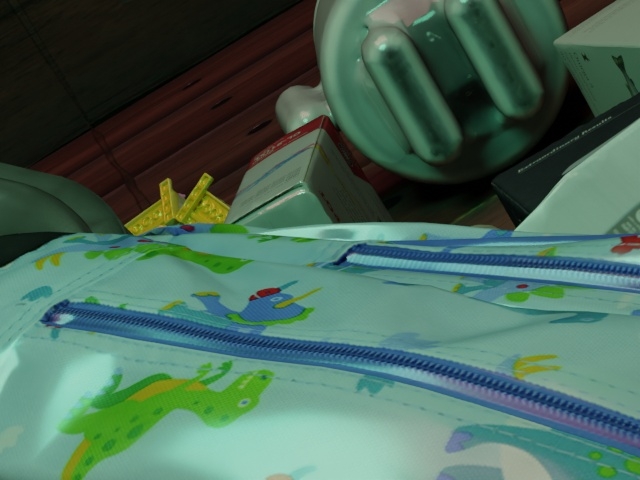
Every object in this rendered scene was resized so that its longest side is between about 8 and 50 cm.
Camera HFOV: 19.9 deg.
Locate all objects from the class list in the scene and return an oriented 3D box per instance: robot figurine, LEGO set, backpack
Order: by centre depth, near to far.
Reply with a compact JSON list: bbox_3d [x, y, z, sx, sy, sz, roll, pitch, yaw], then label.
[{"bbox_3d":[0.051,0.123,0.469,0.273,0.290,0.355,-30,20,-29],"label":"backpack"},{"bbox_3d":[0.095,-0.165,1.521,0.300,0.199,0.353,-26,15,6],"label":"robot figurine"},{"bbox_3d":[-0.089,0.023,1.539,0.287,0.107,0.132,-13,57,39],"label":"LEGO set"}]

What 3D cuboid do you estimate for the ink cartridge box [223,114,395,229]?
[{"bbox_3d":[0.000,0.000,1.292,0.072,0.127,0.175,-29,14,14],"label":"ink cartridge box"}]

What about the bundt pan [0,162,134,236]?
[{"bbox_3d":[-0.158,0.117,0.903,0.124,0.330,0.331,5,25,14],"label":"bundt pan"}]

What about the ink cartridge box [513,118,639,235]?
[{"bbox_3d":[0.132,0.065,0.679,0.232,0.189,0.066,-35,-18,-27],"label":"ink cartridge box"}]

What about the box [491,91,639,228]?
[{"bbox_3d":[0.197,-0.008,0.952,0.153,0.108,0.207,-31,13,1],"label":"box"}]

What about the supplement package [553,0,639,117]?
[{"bbox_3d":[0.252,-0.115,1.221,0.105,0.105,0.179,-33,13,-9],"label":"supplement package"}]

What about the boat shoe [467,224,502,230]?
[{"bbox_3d":[0.005,0.114,0.856,0.187,0.156,0.500,-30,1,23],"label":"boat shoe"}]
